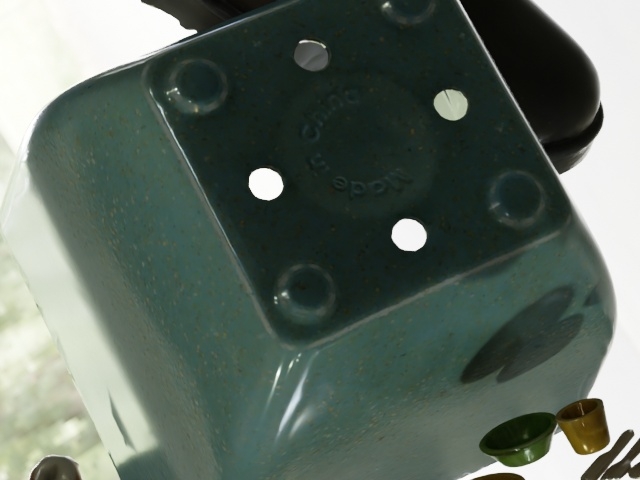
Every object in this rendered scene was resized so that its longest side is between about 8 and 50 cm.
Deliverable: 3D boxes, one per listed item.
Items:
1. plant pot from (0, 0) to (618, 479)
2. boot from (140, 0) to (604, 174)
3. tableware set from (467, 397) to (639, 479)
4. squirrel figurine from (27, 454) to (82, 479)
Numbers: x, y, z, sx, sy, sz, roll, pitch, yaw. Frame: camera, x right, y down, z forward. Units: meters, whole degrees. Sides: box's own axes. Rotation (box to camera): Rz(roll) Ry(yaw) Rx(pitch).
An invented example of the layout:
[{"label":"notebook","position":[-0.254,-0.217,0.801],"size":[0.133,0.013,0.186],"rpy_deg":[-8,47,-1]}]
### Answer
[{"label":"plant pot","position":[0.000,0.000,0.911],"size":[0.247,0.248,0.252],"rpy_deg":[62,165,13]},{"label":"boot","position":[0.059,-0.275,1.084],"size":[0.367,0.146,0.445],"rpy_deg":[26,133,6]},{"label":"tableware set","position":[0.079,0.107,0.787],"size":[0.104,0.154,0.024],"rpy_deg":[-11,108,40]},{"label":"squirrel figurine","position":[-0.130,0.312,1.217],"size":[0.370,0.397,0.281],"rpy_deg":[-121,29,-61]}]
